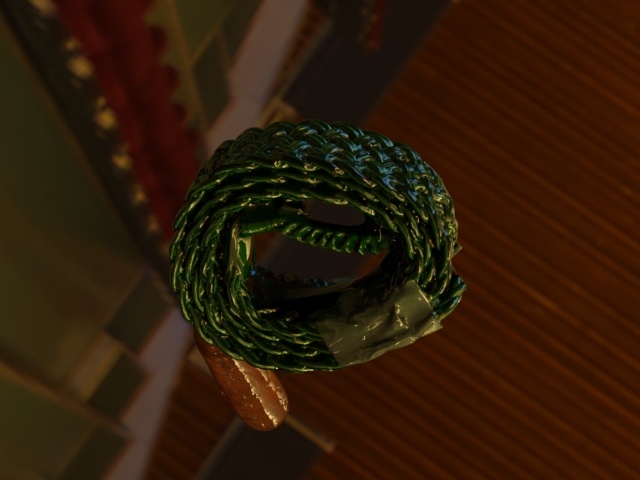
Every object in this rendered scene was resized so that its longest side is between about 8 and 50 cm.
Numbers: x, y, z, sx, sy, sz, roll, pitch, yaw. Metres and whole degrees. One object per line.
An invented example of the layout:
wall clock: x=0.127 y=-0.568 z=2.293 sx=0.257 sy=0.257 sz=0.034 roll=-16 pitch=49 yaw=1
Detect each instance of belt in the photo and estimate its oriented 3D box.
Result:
belt: x=0.000 y=0.000 z=0.943 sx=0.079 sy=0.151 sz=0.121 roll=-69 pitch=158 yaw=-66

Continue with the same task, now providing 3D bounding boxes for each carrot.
carrot: x=-0.085 y=0.113 z=1.787 sx=0.059 sy=0.059 sz=0.248 roll=-53 pitch=147 yaw=-20
